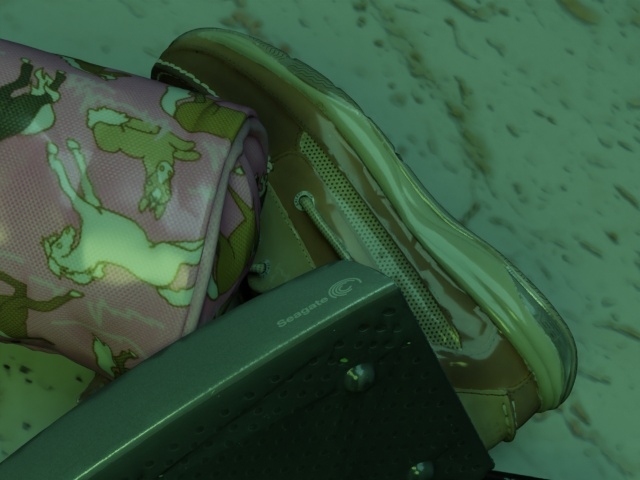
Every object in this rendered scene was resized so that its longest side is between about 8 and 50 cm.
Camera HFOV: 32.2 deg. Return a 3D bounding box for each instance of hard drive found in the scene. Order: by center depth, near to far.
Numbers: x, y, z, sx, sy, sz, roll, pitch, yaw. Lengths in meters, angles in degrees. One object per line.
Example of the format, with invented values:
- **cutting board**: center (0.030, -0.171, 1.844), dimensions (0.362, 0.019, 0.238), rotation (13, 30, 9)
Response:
- **hard drive**: center (-0.055, 0.123, 0.496), dimensions (0.255, 0.172, 0.054), rotation (-34, 44, -4)

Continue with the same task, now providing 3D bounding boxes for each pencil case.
- **pencil case**: center (-0.223, -0.028, 0.549), dimensions (0.386, 0.160, 0.167), rotation (14, 84, -1)

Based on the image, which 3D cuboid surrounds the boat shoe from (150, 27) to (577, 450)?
- **boat shoe**: center (0.000, 0.000, 0.653), dimensions (0.116, 0.123, 0.324), rotation (-41, 70, -16)

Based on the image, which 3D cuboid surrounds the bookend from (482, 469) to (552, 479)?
- **bookend**: center (0.071, 0.202, 0.577), dimensions (0.157, 0.072, 0.156), rotation (12, 57, -10)
